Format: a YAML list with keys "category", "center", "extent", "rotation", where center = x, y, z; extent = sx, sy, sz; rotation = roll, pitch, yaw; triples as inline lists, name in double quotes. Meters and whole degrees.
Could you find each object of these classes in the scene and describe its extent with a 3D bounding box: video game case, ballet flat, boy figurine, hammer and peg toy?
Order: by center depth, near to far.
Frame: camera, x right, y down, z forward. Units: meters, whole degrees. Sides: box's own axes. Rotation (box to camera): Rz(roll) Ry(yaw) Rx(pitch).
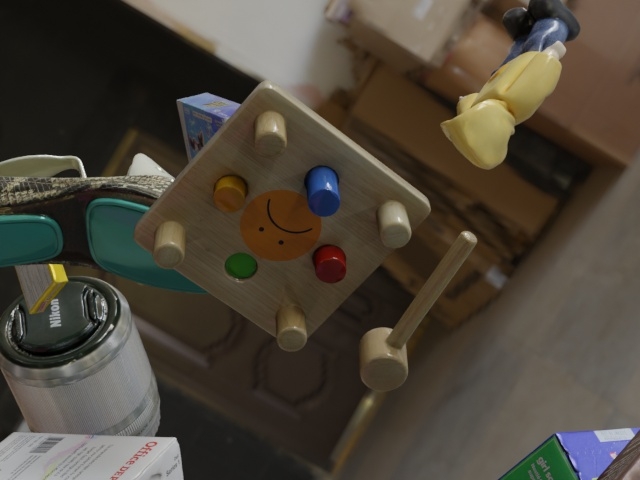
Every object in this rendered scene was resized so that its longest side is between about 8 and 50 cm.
- category: "hammer and peg toy"
  center: [0.000, 0.000, 1.683]
  extent: [0.266, 0.361, 0.127]
  rotation: [-47, 22, 21]
- category: "boy figurine"
  center: [0.232, -0.193, 1.841]
  extent: [0.177, 0.092, 0.285]
  rotation: [-24, 24, 49]
- category: "ballet flat"
  center: [-0.312, -0.041, 1.879]
  extent: [0.182, 0.483, 0.164]
  rotation: [-87, -1, -45]
- category: "video game case"
  center: [-0.145, -0.097, 2.272]
  extent: [0.269, 0.061, 0.244]
  rotation: [-151, 48, -67]

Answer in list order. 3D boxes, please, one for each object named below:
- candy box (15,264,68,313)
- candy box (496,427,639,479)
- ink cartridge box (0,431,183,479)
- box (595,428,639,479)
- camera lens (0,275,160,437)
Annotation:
- category: "candy box"
  center: [-0.427, -0.006, 2.108]
  extent: [0.027, 0.205, 0.105]
  rotation: [-8, -23, -35]
- category: "candy box"
  center: [0.311, 0.382, 1.923]
  extent: [0.268, 0.122, 0.317]
  rotation: [5, -44, -45]
- category: "ink cartridge box"
  center: [-0.355, 0.363, 2.022]
  extent: [0.201, 0.278, 0.117]
  rotation: [-42, -53, -63]
- category: "box"
  center: [0.418, 0.300, 1.622]
  extent: [0.381, 0.191, 0.143]
  rotation: [-41, -9, -31]
- category: "camera lens"
  center: [-0.384, 0.210, 2.298]
  extent: [0.274, 0.219, 0.219]
  rotation: [77, -151, -41]
